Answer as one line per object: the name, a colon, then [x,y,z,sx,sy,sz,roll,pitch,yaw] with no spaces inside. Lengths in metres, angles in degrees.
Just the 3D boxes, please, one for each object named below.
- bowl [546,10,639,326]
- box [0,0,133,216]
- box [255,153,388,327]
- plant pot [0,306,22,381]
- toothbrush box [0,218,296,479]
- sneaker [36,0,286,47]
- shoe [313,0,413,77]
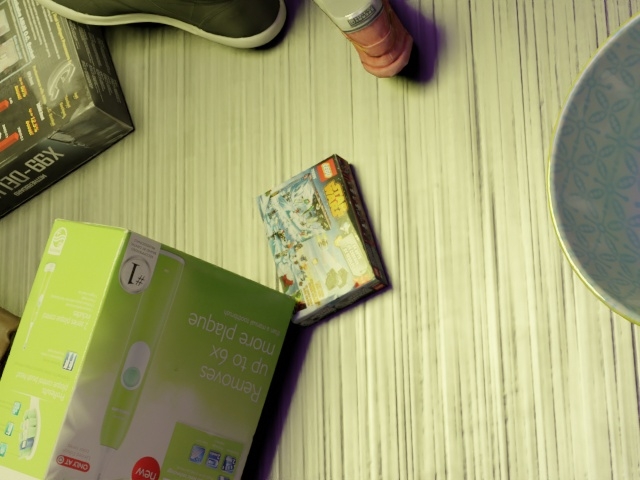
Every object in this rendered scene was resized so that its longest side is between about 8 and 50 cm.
bowl: [0.339,-0.045,1.432,0.289,0.156,0.289,-11,69,28]
box: [-0.350,-0.190,1.944,0.242,0.076,0.307,-32,60,18]
box: [0.000,0.000,1.699,0.094,0.027,0.137,-28,62,22]
plant pot: [-0.387,0.100,1.796,0.165,0.167,0.167,25,87,-1]
toothbrush box: [-0.169,0.147,1.630,0.122,0.206,0.283,10,78,50]
sneaker: [-0.182,-0.282,1.795,0.296,0.147,0.104,14,63,20]
shoe: [0.035,-0.216,1.732,0.063,0.081,0.178,-32,30,5]
